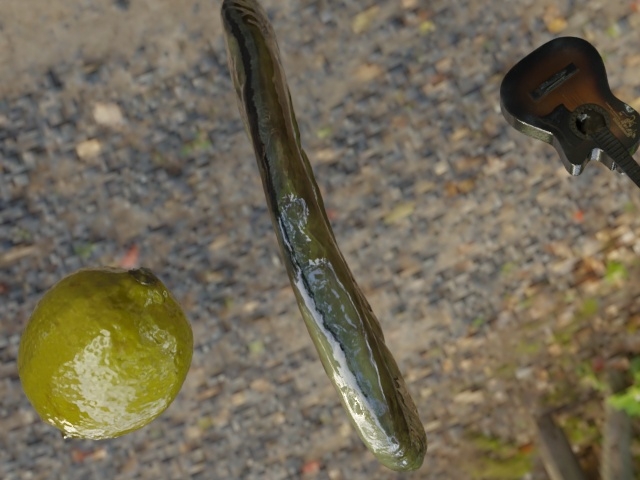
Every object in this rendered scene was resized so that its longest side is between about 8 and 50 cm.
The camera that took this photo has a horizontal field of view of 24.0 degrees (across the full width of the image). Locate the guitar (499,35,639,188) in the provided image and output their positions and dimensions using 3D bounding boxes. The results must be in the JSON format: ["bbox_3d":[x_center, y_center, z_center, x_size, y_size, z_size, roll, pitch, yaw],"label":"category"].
[{"bbox_3d":[0.233,-0.061,1.167,0.088,0.233,0.025,-36,160,-8],"label":"guitar"}]

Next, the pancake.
[{"bbox_3d":[-0.001,0.000,0.722,0.031,0.250,0.250,-21,156,1],"label":"pancake"}]

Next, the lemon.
[{"bbox_3d":[-0.136,0.070,0.959,0.109,0.109,0.133,5,125,-47],"label":"lemon"}]
